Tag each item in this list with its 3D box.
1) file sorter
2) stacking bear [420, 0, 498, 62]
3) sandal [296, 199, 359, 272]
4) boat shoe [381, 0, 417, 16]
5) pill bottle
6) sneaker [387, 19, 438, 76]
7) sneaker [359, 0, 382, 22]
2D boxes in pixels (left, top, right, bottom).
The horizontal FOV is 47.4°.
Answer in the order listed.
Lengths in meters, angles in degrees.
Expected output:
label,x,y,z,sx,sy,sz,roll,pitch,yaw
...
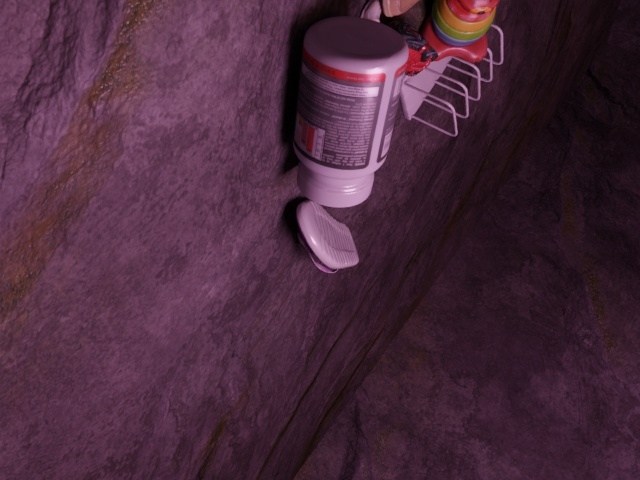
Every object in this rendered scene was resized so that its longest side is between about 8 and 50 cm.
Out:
label,x,y,z,sx,sy,sz,roll,pitch,yaw
file sorter,0.362,-0.458,1.993,0.277,0.173,0.193,-57,158,-10
stacking bear,0.354,-0.564,1.755,0.289,0.175,0.164,113,-23,-80
sandal,0.005,0.014,1.886,0.102,0.169,0.416,-22,162,14
boat shoe,0.250,-0.624,1.616,0.341,0.110,0.121,-56,154,-19
pill bottle,0.051,-0.260,1.529,0.210,0.210,0.363,-39,150,-41
sneaker,0.184,-0.454,1.705,0.104,0.125,0.262,-39,174,20
sneaker,0.116,-0.452,1.609,0.057,0.075,0.161,0,117,-65
